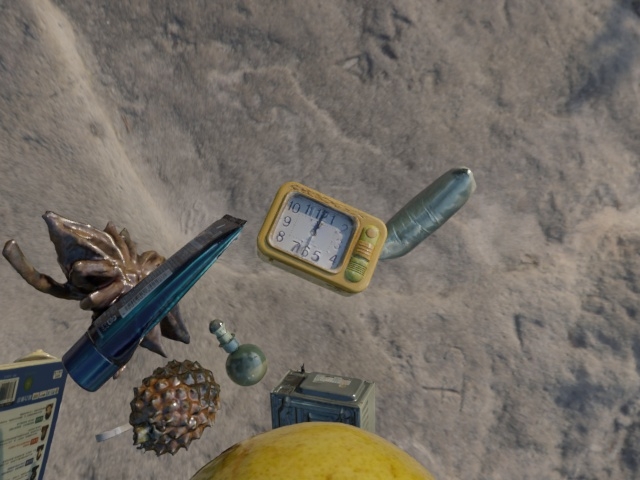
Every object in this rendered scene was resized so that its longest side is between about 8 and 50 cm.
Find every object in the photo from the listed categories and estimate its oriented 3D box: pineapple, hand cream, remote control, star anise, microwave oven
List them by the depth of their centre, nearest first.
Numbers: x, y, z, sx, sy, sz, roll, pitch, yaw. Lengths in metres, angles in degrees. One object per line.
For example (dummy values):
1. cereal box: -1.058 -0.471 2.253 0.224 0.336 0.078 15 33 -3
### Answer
1. hand cream: -0.200 0.064 0.802 0.270 0.120 0.061 -47 108 -10
2. star anise: -0.344 0.078 1.071 0.109 0.349 0.292 -40 86 16
3. pineapple: -0.274 0.310 1.175 0.166 0.193 0.166 9 111 23
4. remote control: -0.495 0.470 1.646 0.077 0.245 0.022 -21 84 2
5. microwave oven: 0.007 0.439 1.665 0.240 0.145 0.194 5 112 21

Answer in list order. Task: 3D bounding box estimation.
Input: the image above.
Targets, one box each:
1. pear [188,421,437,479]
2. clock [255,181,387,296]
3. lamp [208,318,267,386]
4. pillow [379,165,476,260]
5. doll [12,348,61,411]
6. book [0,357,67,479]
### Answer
1. pear: -0.008 0.306 0.557 0.314 0.314 0.315 0 89 -13
2. clock: 0.000 0.000 1.119 0.202 0.096 0.143 23 79 -2
3. lamp: -0.181 0.232 1.380 0.091 0.091 0.163 -38 107 -11
4. pillow: 0.195 -0.046 1.256 0.254 0.144 0.078 -42 86 13
5. doll: -0.743 0.405 1.689 0.143 0.271 0.208 -14 94 -4
6. book: -0.686 0.477 1.425 0.039 0.300 0.428 12 86 11
